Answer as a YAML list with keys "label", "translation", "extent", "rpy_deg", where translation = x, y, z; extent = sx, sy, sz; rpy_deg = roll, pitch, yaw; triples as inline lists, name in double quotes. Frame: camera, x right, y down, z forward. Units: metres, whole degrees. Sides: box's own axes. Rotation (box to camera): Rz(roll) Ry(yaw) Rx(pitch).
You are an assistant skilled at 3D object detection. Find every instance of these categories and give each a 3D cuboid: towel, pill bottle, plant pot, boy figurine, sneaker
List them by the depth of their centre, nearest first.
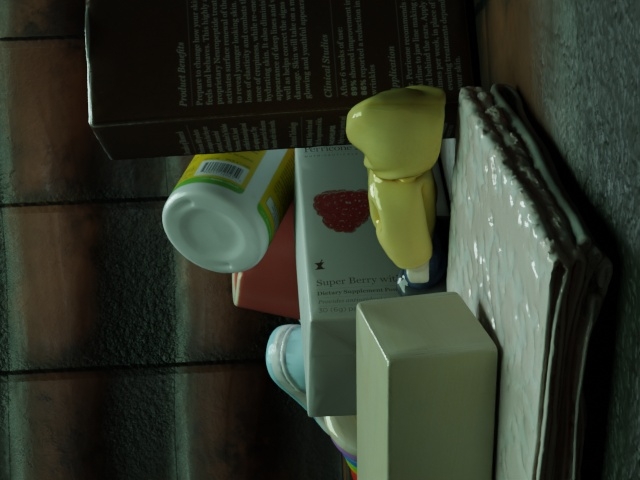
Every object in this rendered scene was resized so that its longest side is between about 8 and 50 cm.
- label: "towel"
  translation: [0.151, 0.075, 0.936]
  extent: [0.332, 0.053, 0.317]
  rpy_deg: [-98, 7, -62]
- label: "boy figurine"
  translation: [0.087, -0.057, 1.116]
  extent: [0.285, 0.092, 0.177]
  rpy_deg: [71, -162, -56]
- label: "pill bottle"
  translation: [-0.094, -0.086, 1.527]
  extent: [0.246, 0.136, 0.136]
  rpy_deg: [-65, -18, -44]
- label: "plant pot"
  translation: [0.000, 0.000, 1.697]
  extent: [0.275, 0.243, 0.275]
  rpy_deg: [-179, 90, -83]
- label: "sneaker"
  translation: [0.078, 0.234, 1.910]
  extent: [0.319, 0.208, 0.127]
  rpy_deg: [40, -127, -43]

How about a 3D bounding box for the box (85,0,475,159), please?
- label: "box"
  translation: [-0.042, -0.198, 1.232]
  extent: [0.143, 0.381, 0.191]
  rpy_deg: [100, 167, -77]

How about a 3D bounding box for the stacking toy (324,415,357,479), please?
- label: "stacking toy"
  translation: [0.082, 0.304, 1.810]
  extent: [0.330, 0.141, 0.141]
  rpy_deg: [84, -178, -63]

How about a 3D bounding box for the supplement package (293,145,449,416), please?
- label: "supplement package"
  translation: [0.062, 0.036, 1.409]
  extent: [0.175, 0.177, 0.293]
  rpy_deg: [90, 175, -45]

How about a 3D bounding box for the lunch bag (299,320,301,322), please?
- label: "lunch bag"
  translation: [-0.004, 0.006, 1.939]
  extent: [0.224, 0.107, 0.279]
  rpy_deg: [137, 117, -73]

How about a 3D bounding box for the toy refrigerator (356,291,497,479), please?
- label: "toy refrigerator"
  translation: [0.085, 0.186, 0.956]
  extent: [0.102, 0.094, 0.270]
  rpy_deg: [-118, 24, -65]
